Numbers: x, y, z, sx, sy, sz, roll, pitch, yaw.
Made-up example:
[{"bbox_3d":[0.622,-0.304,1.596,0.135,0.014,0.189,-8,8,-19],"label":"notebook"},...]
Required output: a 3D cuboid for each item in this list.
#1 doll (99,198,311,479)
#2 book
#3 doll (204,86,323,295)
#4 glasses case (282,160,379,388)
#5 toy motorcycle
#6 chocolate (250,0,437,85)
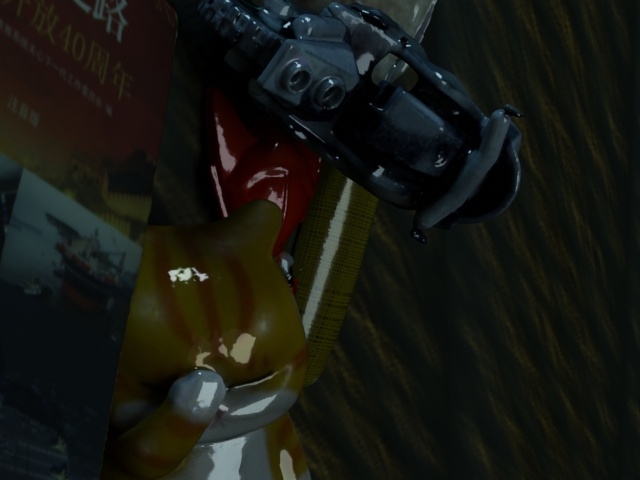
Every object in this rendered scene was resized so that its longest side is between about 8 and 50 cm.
[{"bbox_3d":[-0.084,0.119,0.919,0.166,0.162,0.270,-7,116,-28],"label":"doll"},{"bbox_3d":[-0.177,-0.029,0.741,0.262,0.028,0.374,40,51,-53],"label":"book"},{"bbox_3d":[-0.040,-0.022,1.006,0.109,0.057,0.169,2,88,-37],"label":"doll"},{"bbox_3d":[0.000,0.000,1.077,0.079,0.064,0.234,19,86,-62],"label":"glasses case"},{"bbox_3d":[0.038,-0.083,0.905,0.106,0.159,0.270,-54,144,13],"label":"toy motorcycle"},{"bbox_3d":[0.029,-0.249,0.985,0.185,0.100,0.303,23,91,-56],"label":"chocolate"}]
